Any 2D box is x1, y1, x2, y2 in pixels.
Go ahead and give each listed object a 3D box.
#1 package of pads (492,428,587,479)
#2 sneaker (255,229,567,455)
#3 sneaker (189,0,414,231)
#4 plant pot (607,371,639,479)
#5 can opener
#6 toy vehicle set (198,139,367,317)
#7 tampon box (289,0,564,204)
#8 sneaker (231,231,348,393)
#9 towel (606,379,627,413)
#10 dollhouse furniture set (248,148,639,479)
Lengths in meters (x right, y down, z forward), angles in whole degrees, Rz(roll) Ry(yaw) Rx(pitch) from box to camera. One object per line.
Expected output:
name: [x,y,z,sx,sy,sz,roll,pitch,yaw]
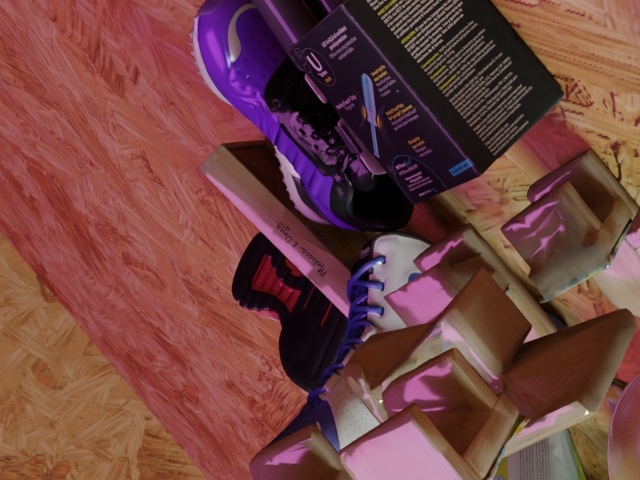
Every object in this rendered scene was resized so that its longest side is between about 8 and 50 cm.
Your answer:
package of pads: [0.236,0.327,1.366,0.101,0.229,0.296,-10,134,16]
sneaker: [0.057,0.097,1.196,0.182,0.315,0.127,57,160,9]
sneaker: [0.004,-0.113,1.177,0.146,0.102,0.293,23,157,47]
plant pot: [0.336,0.209,1.080,0.236,0.032,0.236,27,123,52]
can opener: [0.009,-0.175,1.066,0.283,0.076,0.095,55,169,-18]
toy vehicle set: [0.000,0.000,1.352,0.267,0.035,0.166,45,-167,6]
tampon box: [0.078,-0.128,0.989,0.161,0.101,0.120,50,159,-7]
sneaker: [0.017,0.085,1.449,0.136,0.116,0.314,20,-164,-31]
towel: [0.296,0.164,1.233,0.060,0.009,0.083,23,149,46]
dollhouse furniture set: [0.199,0.115,0.874,0.394,0.362,0.256,-34,98,39]
